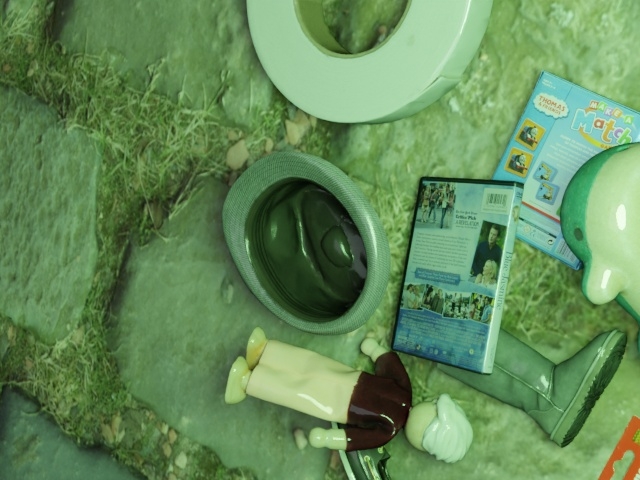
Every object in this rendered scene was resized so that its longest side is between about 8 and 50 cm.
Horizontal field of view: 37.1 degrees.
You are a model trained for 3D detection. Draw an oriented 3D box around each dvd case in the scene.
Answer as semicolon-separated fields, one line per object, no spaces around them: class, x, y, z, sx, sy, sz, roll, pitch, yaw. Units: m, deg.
dvd case;0.181;0.041;1.287;0.180;0.022;0.253;9;88;53

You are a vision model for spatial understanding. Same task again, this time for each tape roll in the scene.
tape roll;0.062;-0.359;1.361;0.392;0.072;0.392;4;96;35

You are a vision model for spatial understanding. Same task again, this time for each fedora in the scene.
fedora;0.000;0.000;1.392;0.275;0.124;0.244;49;117;13

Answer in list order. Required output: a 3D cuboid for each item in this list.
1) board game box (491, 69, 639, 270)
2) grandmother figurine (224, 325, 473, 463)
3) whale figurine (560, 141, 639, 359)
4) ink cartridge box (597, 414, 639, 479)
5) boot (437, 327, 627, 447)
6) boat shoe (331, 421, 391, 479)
board game box;0.316;-0.092;1.239;0.160;0.039;0.211;32;109;28
grandmother figurine;0.051;0.222;1.347;0.342;0.208;0.104;18;145;14
whale figurine;0.376;0.017;1.133;0.141;0.216;0.272;11;126;59
ink cartridge box;0.416;0.322;1.164;0.179;0.045;0.145;36;110;39
boot;0.275;0.149;1.262;0.208;0.076;0.190;39;109;33
boat shoe;0.072;0.329;1.388;0.068;0.081;0.228;-21;73;9
